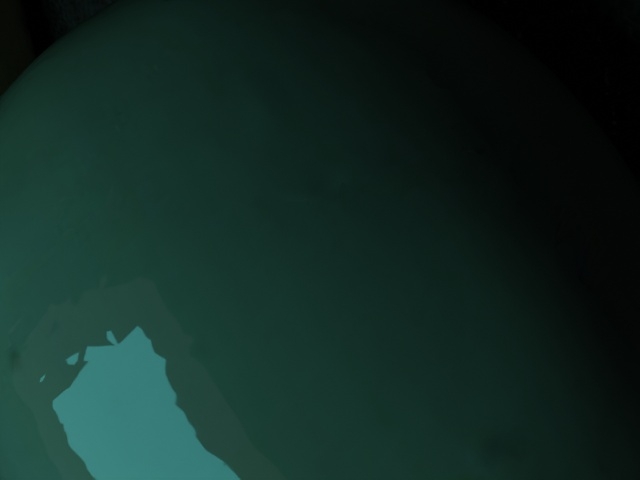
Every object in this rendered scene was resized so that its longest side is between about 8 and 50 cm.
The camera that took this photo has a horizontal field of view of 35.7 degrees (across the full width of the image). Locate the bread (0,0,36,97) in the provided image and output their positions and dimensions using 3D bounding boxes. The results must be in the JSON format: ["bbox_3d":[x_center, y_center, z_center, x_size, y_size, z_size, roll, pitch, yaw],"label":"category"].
[{"bbox_3d":[-0.345,-0.130,0.900,0.155,0.187,0.338,20,129,35],"label":"bread"}]

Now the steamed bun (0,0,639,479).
[{"bbox_3d":[0.001,0.046,0.481,0.374,0.334,0.334,55,144,6],"label":"steamed bun"}]
